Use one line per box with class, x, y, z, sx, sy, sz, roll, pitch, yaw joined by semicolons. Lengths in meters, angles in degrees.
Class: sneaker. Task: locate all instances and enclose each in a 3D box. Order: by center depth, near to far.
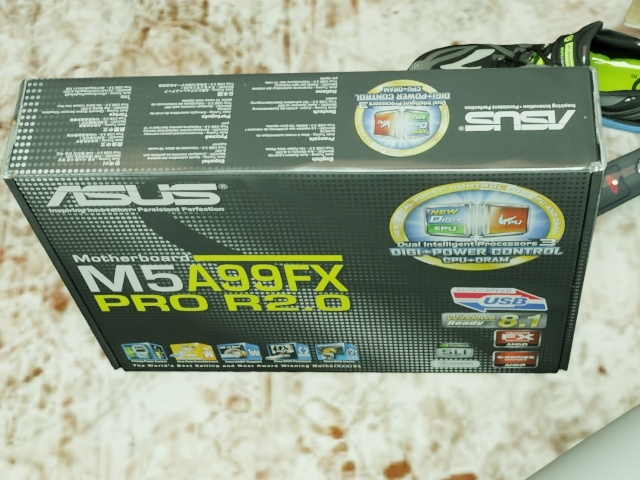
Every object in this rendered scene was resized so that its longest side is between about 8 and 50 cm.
sneaker;0.145;-0.107;0.758;0.188;0.078;0.067;1;64;9

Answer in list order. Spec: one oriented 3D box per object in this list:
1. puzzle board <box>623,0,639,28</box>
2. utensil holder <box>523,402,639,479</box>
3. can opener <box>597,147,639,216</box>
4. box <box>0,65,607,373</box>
puzzle board;0.255;-0.153;0.785;0.096;0.011;0.128;16;37;16
utensil holder;0.131;0.234;0.419;0.385;0.327;0.327;-31;61;-13
can opener;0.172;-0.029;0.716;0.186;0.059;0.073;-21;76;-2
box;0.000;0.000;0.633;0.270;0.216;0.060;0;60;6
